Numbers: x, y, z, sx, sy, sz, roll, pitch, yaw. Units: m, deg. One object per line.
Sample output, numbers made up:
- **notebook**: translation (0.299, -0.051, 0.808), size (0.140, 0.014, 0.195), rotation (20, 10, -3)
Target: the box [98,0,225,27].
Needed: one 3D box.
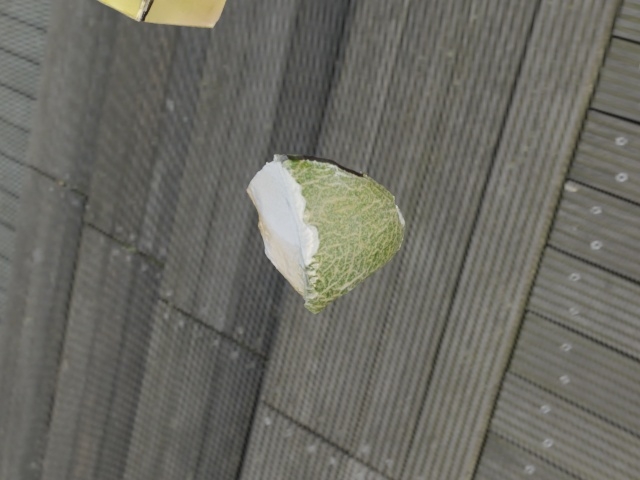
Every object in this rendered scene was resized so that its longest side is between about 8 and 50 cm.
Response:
- **box**: translation (-0.122, -0.136, 0.487), size (0.149, 0.073, 0.020), rotation (29, 108, 16)

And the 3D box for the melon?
- **melon**: translation (0.002, 0.003, 1.009), size (0.093, 0.202, 0.139), rotation (-9, 64, 43)
